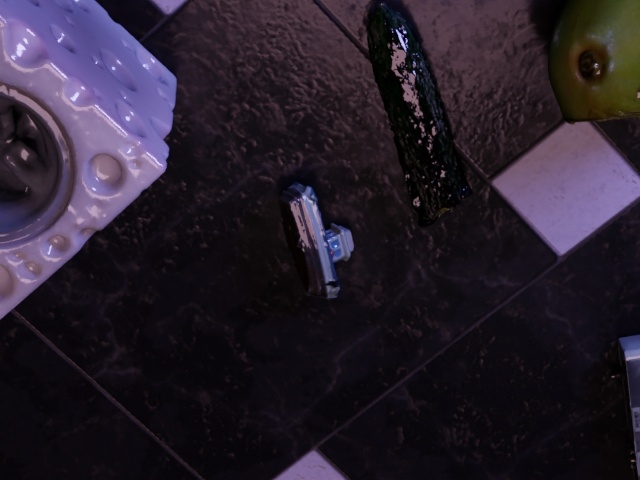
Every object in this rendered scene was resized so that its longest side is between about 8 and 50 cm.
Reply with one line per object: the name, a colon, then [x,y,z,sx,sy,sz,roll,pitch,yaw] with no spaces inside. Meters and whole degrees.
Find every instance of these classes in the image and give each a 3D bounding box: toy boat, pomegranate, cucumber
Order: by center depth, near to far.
pomegranate: [0.341,-0.199,1.753,0.241,0.190,0.159,-4,92,2]
cucumber: [0.098,-0.126,1.845,0.067,0.067,0.245,-16,118,7]
toy boat: [0.000,0.000,1.915,0.066,0.059,0.140,-23,116,-19]

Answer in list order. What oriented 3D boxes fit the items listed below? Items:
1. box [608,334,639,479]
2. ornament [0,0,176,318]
box: [0.438,0.219,2.037,0.211,0.045,0.270,-9,117,2]
ornament: [-0.308,-0.117,1.744,0.239,0.240,0.240,-41,111,16]
